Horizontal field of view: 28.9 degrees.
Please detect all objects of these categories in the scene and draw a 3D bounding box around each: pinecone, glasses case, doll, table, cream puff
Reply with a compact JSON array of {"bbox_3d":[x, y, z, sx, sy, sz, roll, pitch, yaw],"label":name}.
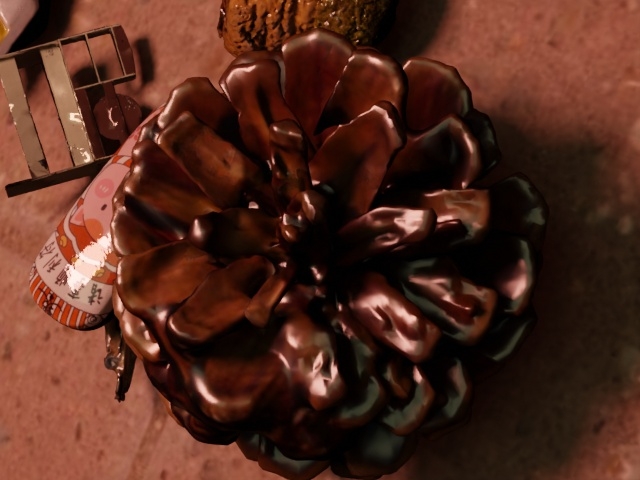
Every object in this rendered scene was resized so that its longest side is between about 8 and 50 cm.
[{"bbox_3d":[0.000,0.000,1.074,0.398,0.398,0.397,-6,76,27],"label":"pinecone"},{"bbox_3d":[-0.191,-0.027,1.271,0.103,0.067,0.266,34,83,24],"label":"glasses case"},{"bbox_3d":[-0.346,-0.303,1.455,0.316,0.103,0.145,-50,57,3],"label":"doll"},{"bbox_3d":[-0.283,-0.145,1.382,0.175,0.062,0.146,-17,83,-12],"label":"table"},{"bbox_3d":[0.004,-0.240,1.237,0.169,0.183,0.183,25,91,5],"label":"cream puff"}]

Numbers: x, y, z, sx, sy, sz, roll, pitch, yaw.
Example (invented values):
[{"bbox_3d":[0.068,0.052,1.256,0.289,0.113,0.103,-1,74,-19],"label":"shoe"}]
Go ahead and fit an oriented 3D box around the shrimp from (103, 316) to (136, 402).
[{"bbox_3d":[-0.161,0.041,1.307,0.145,0.059,0.254,-9,70,16],"label":"shrimp"}]
